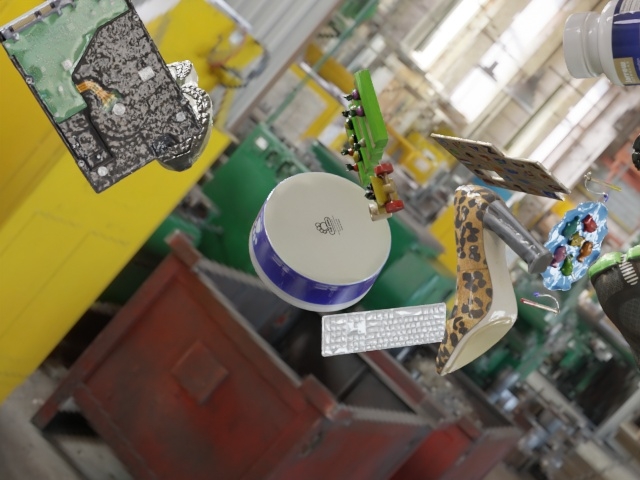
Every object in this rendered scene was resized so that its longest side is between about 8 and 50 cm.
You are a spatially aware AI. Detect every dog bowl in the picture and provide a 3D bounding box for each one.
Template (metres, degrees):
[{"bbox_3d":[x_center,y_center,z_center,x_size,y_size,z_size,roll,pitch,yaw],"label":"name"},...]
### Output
[{"bbox_3d":[0.000,0.000,2.117,0.265,0.265,0.104,43,-36,10],"label":"dog bowl"}]

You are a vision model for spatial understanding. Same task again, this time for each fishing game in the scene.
[{"bbox_3d":[0.463,0.015,1.947,0.041,0.264,0.189,34,10,40],"label":"fishing game"}]

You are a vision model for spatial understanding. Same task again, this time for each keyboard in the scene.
[{"bbox_3d":[0.116,0.158,1.942,0.256,0.072,0.014,-4,16,-27],"label":"keyboard"}]

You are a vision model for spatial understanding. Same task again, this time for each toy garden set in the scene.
[{"bbox_3d":[0.066,-0.117,1.632,0.244,0.049,0.203,100,-25,-77],"label":"toy garden set"}]

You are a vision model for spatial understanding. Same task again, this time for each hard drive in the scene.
[{"bbox_3d":[-0.395,-0.285,1.956,0.339,0.237,0.064,61,-11,-26],"label":"hard drive"}]

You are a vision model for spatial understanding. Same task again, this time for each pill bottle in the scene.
[{"bbox_3d":[0.403,-0.247,1.337,0.187,0.112,0.112,0,-19,34],"label":"pill bottle"}]

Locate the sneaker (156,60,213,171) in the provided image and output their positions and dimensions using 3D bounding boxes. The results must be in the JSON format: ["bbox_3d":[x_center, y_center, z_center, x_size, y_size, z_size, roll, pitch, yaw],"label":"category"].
[{"bbox_3d":[-0.282,-0.232,2.283,0.410,0.158,0.182,-105,176,-56],"label":"sneaker"}]

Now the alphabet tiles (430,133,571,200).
[{"bbox_3d":[0.343,-0.134,2.015,0.198,0.009,0.237,35,-11,-39],"label":"alphabet tiles"}]

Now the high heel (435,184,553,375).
[{"bbox_3d":[0.209,0.055,1.590,0.093,0.261,0.186,7,35,-46],"label":"high heel"}]

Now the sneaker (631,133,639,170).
[{"bbox_3d":[0.530,-0.070,1.373,0.271,0.108,0.100,42,-31,6],"label":"sneaker"}]

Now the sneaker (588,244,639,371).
[{"bbox_3d":[0.497,0.192,1.361,0.483,0.185,0.202,50,38,-23],"label":"sneaker"}]
